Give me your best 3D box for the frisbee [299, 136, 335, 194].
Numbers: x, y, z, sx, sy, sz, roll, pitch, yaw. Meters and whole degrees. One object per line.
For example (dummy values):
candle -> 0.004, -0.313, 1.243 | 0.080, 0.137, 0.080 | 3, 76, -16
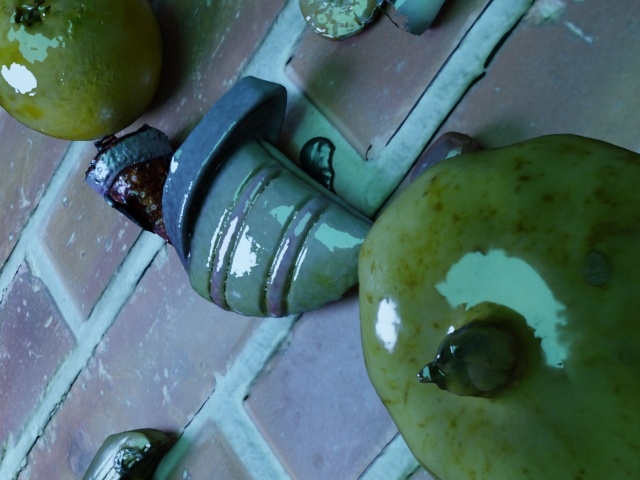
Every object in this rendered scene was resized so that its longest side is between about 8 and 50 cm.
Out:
frisbee -> 0.000, 0.000, 1.104 | 0.187, 0.012, 0.211 | -53, 56, 24

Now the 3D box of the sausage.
sausage -> 0.132, -0.075, 0.972 | 0.094, 0.054, 0.059 | -51, 57, 24

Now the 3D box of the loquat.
loquat -> -0.347, -0.272, 1.287 | 0.263, 0.263, 0.262 | -5, 83, 40

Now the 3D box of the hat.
hat -> -0.228, -0.050, 1.258 | 0.227, 0.129, 0.140 | 54, 162, 11

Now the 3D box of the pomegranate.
pomegranate -> 0.183, 0.076, 0.734 | 0.343, 0.343, 0.342 | -5, 83, 40

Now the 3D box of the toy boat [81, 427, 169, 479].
toy boat -> -0.295, 0.399, 1.268 | 0.121, 0.089, 0.321 | 37, 108, 30

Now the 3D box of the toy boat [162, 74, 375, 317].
toy boat -> -0.084, -0.023, 1.102 | 0.276, 0.111, 0.293 | -44, 63, 28

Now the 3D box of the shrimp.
shrimp -> 0.025, -0.358, 1.091 | 0.133, 0.053, 0.235 | -7, 85, 42

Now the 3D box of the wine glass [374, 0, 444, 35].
wine glass -> 0.133, -0.301, 0.983 | 0.155, 0.072, 0.072 | -46, 59, 27
